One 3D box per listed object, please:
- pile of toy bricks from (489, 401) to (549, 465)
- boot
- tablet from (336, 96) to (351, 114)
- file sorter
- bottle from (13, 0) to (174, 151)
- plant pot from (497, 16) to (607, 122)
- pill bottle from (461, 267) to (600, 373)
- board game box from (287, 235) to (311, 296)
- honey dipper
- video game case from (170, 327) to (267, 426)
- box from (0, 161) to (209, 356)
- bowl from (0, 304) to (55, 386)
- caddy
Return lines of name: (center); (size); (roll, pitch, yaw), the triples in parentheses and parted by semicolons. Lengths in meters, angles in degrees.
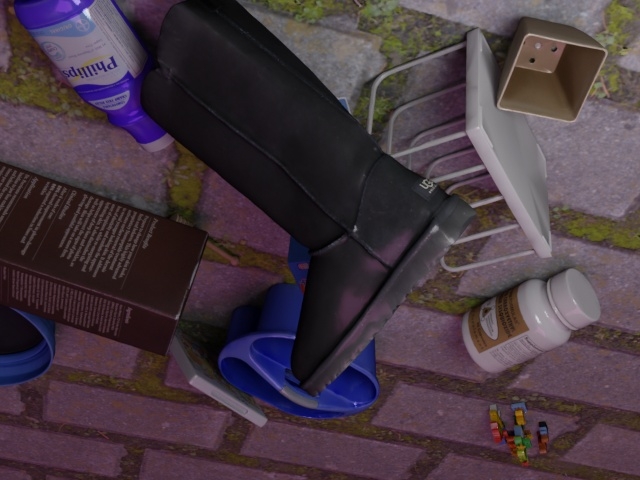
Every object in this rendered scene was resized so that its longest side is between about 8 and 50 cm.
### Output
pile of toy bricks: (0.462, 0.465, 1.902); (0.118, 0.105, 0.212); (-13, 137, 20)
boot: (-0.071, -0.053, 1.093); (0.445, 0.146, 0.367); (39, 120, 5)
tablet: (0.021, -0.182, 1.246); (0.054, 0.006, 0.083); (-7, 140, 13)
file sorter: (0.198, -0.112, 1.173); (0.173, 0.193, 0.278); (-15, 137, 27)
bottle: (-0.292, -0.240, 1.138); (0.118, 0.092, 0.283); (-8, 139, 22)
plant pot: (0.292, -0.233, 1.081); (0.109, 0.096, 0.109); (9, 130, -7)
pill bottle: (0.382, 0.144, 1.505); (0.131, 0.131, 0.229); (32, 133, -29)
board game box: (0.000, 0.000, 1.308); (0.047, 0.210, 0.160); (-7, 138, 15)
honey dipper: (-0.204, 0.004, 1.473); (0.030, 0.030, 0.160); (-28, 132, 33)
video game case: (-0.219, 0.263, 1.659); (0.026, 0.227, 0.206); (-49, 126, 0)
box: (-0.399, 0.029, 1.371); (0.381, 0.191, 0.143); (19, 139, -5)
bowl: (-0.733, 0.169, 1.685); (0.391, 0.077, 0.391); (3, 141, 2)
caddy: (-0.038, 0.241, 1.625); (0.341, 0.179, 0.241); (33, 132, -29)
